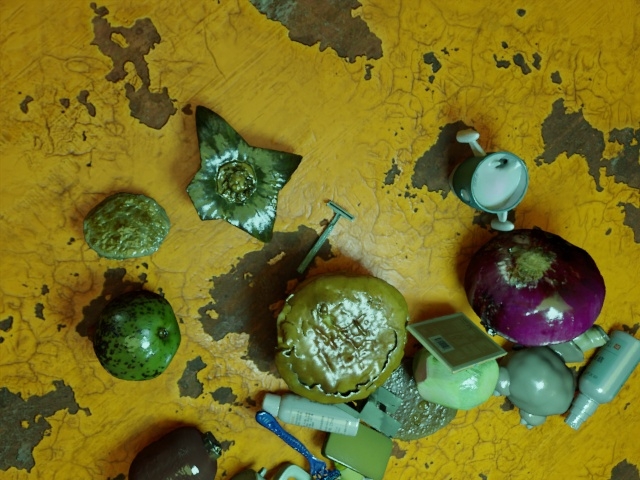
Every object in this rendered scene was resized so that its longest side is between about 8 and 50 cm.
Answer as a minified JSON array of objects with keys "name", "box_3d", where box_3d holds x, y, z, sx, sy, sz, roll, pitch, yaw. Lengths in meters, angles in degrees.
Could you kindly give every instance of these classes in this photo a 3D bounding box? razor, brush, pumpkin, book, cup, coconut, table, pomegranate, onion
[{"name":"razor","box_3d":[-0.074,0.565,1.302,0.093,0.056,0.324,-37,109,2]},{"name":"brush","box_3d":[0.103,0.593,1.356,0.197,0.059,0.123,30,60,-10]},{"name":"pumpkin","box_3d":[-0.209,-0.156,1.165,0.291,0.095,0.258,21,90,-20]},{"name":"razor","box_3d":[0.001,0.000,1.280,0.084,0.036,0.211,35,96,7]},{"name":"book","box_3d":[0.355,0.260,1.232,0.242,0.170,0.018,-2,125,-39]},{"name":"cup","box_3d":[0.439,-0.161,1.284,0.168,0.173,0.299,-28,104,-7]},{"name":"coconut","box_3d":[0.358,0.353,1.300,0.236,0.236,0.204,-40,129,-5]},{"name":"table","box_3d":[0.134,0.441,1.293,0.175,0.146,0.062,31,100,6]},{"name":"pomegranate","box_3d":[-0.462,0.225,1.135,0.248,0.214,0.214,-2,102,24]},{"name":"onion","box_3d":[0.588,0.157,1.330,0.348,0.347,0.385,-33,141,-7]}]

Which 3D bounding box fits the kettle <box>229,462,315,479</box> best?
[{"name":"kettle","box_3d":[-0.126,0.786,1.314,0.205,0.265,0.318,-37,108,28]}]

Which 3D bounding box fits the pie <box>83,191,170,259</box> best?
[{"name":"pie","box_3d":[-0.460,-0.034,1.134,0.194,0.079,0.163,1,91,-14]}]

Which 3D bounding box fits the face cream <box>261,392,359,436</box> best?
[{"name":"face cream","box_3d":[-0.030,0.472,1.301,0.269,0.082,0.081,12,96,0]}]

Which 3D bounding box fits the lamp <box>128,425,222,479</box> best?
[{"name":"lamp","box_3d":[-0.371,0.586,1.217,0.258,0.180,0.180,-31,105,-9]}]

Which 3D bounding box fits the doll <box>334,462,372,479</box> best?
[{"name":"doll","box_3d":[0.098,0.697,1.402,0.106,0.062,0.162,-31,104,-8]}]

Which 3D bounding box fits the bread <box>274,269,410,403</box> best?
[{"name":"bread","box_3d":[0.045,0.243,1.243,0.359,0.204,0.336,1,96,-18]}]

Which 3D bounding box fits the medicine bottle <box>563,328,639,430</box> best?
[{"name":"medicine bottle","box_3d":[0.912,0.460,1.538,0.110,0.110,0.351,35,90,-17]}]

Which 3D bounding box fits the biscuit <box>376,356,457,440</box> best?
[{"name":"biscuit","box_3d":[0.282,0.471,1.416,0.273,0.049,0.257,-6,98,-15]}]

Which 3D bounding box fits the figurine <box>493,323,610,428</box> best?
[{"name":"figurine","box_3d":[0.694,0.374,1.423,0.380,0.203,0.248,-44,103,-5]}]
